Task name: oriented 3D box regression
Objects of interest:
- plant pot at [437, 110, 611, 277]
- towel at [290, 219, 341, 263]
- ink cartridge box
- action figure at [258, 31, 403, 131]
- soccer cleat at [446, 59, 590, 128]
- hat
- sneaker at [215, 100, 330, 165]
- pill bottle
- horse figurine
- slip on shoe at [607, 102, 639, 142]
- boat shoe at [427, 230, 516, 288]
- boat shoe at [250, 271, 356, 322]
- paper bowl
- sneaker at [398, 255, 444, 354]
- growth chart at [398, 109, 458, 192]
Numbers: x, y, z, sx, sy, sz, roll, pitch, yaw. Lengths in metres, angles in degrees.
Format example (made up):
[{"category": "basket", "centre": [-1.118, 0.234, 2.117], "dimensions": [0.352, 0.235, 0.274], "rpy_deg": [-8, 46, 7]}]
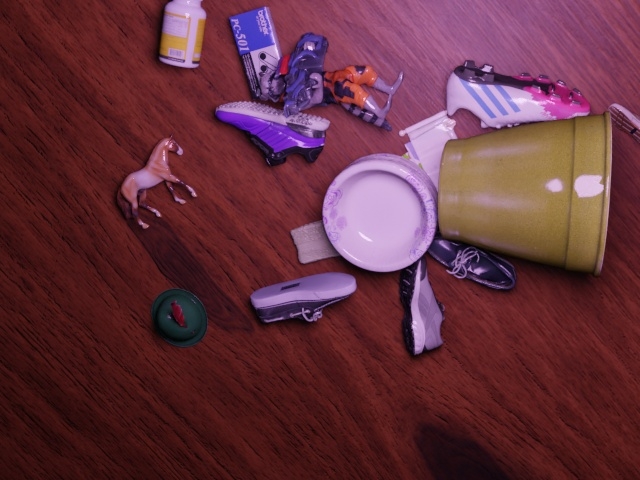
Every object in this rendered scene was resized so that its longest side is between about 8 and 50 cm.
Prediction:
[{"category": "plant pot", "centre": [0.456, -0.108, 1.609], "dimensions": [0.353, 0.366, 0.366], "rpy_deg": [3, 108, 18]}, {"category": "towel", "centre": [0.000, 0.000, 1.886], "dimensions": [0.148, 0.027, 0.110], "rpy_deg": [-14, 103, 15]}, {"category": "ink cartridge box", "centre": [-0.149, -0.465, 1.759], "dimensions": [0.097, 0.046, 0.207], "rpy_deg": [-12, 104, 13]}, {"category": "action figure", "centre": [0.008, -0.335, 1.655], "dimensions": [0.330, 0.341, 0.178], "rpy_deg": [10, 135, 10]}, {"category": "soccer cleat", "centre": [0.457, -0.321, 1.668], "dimensions": [0.331, 0.116, 0.143], "rpy_deg": [16, 128, 6]}, {"category": "hat", "centre": [-0.424, 0.237, 1.956], "dimensions": [0.173, 0.183, 0.208], "rpy_deg": [-5, 106, 13]}, {"category": "sneaker", "centre": [-0.132, -0.263, 1.789], "dimensions": [0.293, 0.102, 0.146], "rpy_deg": [13, 110, 7]}, {"category": "pill bottle", "centre": [-0.339, -0.528, 1.746], "dimensions": [0.103, 0.103, 0.184], "rpy_deg": [15, 109, 6]}, {"category": "horse figurine", "centre": [-0.458, -0.146, 1.908], "dimensions": [0.263, 0.066, 0.174], "rpy_deg": [-30, 105, 15]}, {"category": "slip on shoe", "centre": [0.735, -0.278, 1.654], "dimensions": [0.135, 0.051, 0.041], "rpy_deg": [40, 70, 5]}, {"category": "boat shoe", "centre": [0.380, 0.055, 1.802], "dimensions": [0.255, 0.079, 0.095], "rpy_deg": [29, 110, 1]}, {"category": "boat shoe", "centre": [-0.039, 0.166, 1.901], "dimensions": [0.306, 0.113, 0.105], "rpy_deg": [-14, 110, 17]}, {"category": "paper bowl", "centre": [0.157, -0.076, 1.759], "dimensions": [0.284, 0.148, 0.284], "rpy_deg": [6, 112, 15]}, {"category": "sneaker", "centre": [0.272, 0.163, 1.860], "dimensions": [0.108, 0.100, 0.271], "rpy_deg": [-8, 103, -12]}, {"category": "growth chart", "centre": [0.290, -0.196, 1.772], "dimensions": [0.172, 0.021, 0.237], "rpy_deg": [-18, 103, 16]}]
